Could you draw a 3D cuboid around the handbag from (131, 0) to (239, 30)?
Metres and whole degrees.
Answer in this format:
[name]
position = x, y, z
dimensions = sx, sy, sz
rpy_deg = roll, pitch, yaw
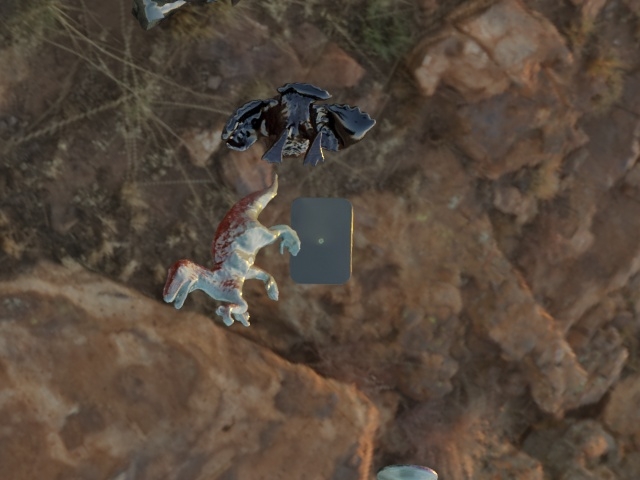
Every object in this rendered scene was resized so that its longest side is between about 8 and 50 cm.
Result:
[handbag]
position = -0.047, -0.294, 0.357
dimensions = 0.327, 0.325, 0.162
rpy_deg = -46, 180, -24

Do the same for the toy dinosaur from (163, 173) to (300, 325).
[toy dinosaur]
position = -0.092, -0.003, 1.023
dimensions = 0.167, 0.053, 0.242
rpy_deg = 35, 51, -36

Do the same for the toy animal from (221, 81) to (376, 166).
[toy animal]
position = -0.040, -0.170, 1.272
dimensions = 0.218, 0.179, 0.116
rpy_deg = -4, 103, -14

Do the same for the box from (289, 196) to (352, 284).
[box]
position = 0.000, 0.000, 1.287
dimensions = 0.091, 0.031, 0.126
rpy_deg = 0, 93, -3

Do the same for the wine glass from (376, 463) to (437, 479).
[wine glass]
position = 0.083, 0.304, 0.880
dimensions = 0.073, 0.073, 0.155
rpy_deg = 42, 43, -46
